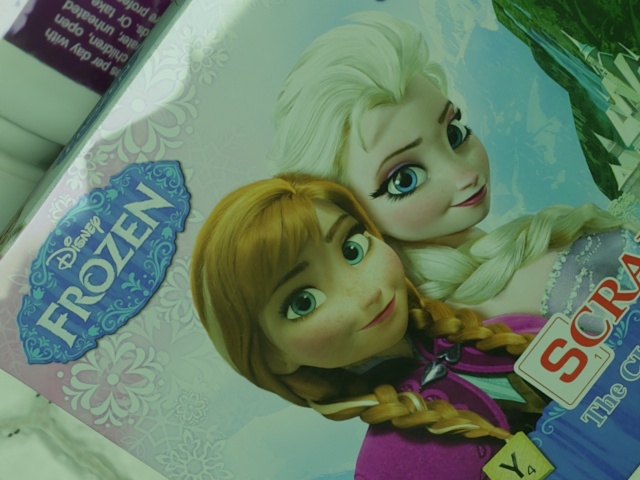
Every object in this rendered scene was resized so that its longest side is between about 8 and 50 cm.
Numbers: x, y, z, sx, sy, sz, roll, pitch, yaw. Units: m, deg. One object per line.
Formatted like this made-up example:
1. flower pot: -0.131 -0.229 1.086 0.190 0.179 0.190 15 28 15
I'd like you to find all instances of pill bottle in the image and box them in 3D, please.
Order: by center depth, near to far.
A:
1. pill bottle: -0.125 -0.155 0.881 0.169 0.169 0.301 35 97 9

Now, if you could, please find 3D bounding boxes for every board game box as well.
1. board game box: 0.042 -0.001 0.837 0.318 0.066 0.319 35 97 -14
